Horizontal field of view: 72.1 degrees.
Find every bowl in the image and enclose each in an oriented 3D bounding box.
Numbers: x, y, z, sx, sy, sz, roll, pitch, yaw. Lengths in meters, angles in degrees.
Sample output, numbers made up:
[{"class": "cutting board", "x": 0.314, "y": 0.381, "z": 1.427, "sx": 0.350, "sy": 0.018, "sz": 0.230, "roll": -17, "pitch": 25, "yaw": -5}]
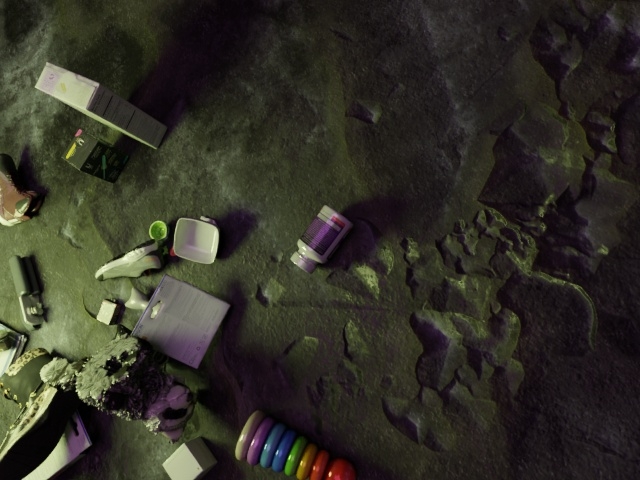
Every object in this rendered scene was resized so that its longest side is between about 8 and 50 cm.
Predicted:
[{"class": "bowl", "x": -0.392, "y": -0.006, "z": 1.417, "sx": 0.142, "sy": 0.053, "sz": 0.141, "roll": 15, "pitch": 112, "yaw": 1}]

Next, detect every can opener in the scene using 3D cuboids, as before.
[{"class": "can opener", "x": -1.076, "y": 0.188, "z": 1.595, "sx": 0.093, "sy": 0.074, "sz": 0.280, "roll": -26, "pitch": 74, "yaw": 11}]

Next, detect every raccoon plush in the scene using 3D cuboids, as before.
[{"class": "raccoon plush", "x": -0.573, "y": 0.440, "z": 1.319, "sx": 0.447, "sy": 0.299, "sz": 0.216, "roll": 2, "pitch": 45, "yaw": 35}]

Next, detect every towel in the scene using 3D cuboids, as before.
[{"class": "towel", "x": -1.223, "y": 0.398, "z": 1.622, "sx": 0.285, "sy": 0.034, "sz": 0.209, "roll": 19, "pitch": 86, "yaw": 19}]

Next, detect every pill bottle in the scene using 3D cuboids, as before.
[{"class": "pill bottle", "x": 0.000, "y": 0.000, "z": 1.302, "sx": 0.108, "sy": 0.108, "sz": 0.193, "roll": 37, "pitch": 92, "yaw": 18}]

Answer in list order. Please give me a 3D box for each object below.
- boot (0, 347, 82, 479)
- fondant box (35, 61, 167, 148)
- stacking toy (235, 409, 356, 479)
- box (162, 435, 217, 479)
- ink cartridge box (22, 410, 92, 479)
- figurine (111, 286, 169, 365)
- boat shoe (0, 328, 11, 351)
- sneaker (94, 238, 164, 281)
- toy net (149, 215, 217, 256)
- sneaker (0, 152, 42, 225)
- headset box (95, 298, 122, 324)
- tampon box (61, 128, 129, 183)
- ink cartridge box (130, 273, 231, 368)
[{"class": "boot", "x": -0.941, "y": 0.541, "z": 1.409, "sx": 0.284, "sy": 0.138, "sz": 0.377, "roll": 16, "pitch": 69, "yaw": 34}, {"class": "fondant box", "x": -0.714, "y": -0.440, "z": 1.466, "sx": 0.239, "sy": 0.330, "sz": 0.096, "roll": 25, "pitch": 88, "yaw": 19}, {"class": "stacking toy", "x": -0.061, "y": 0.602, "z": 1.215, "sx": 0.331, "sy": 0.141, "sz": 0.141, "roll": 20, "pitch": 87, "yaw": 12}, {"class": "box", "x": -0.387, "y": 0.664, "z": 1.308, "sx": 0.101, "sy": 0.087, "sz": 0.102, "roll": -45, "pitch": 72, "yaw": 4}, {"class": "ink cartridge box", "x": -0.908, "y": 0.696, "z": 1.464, "sx": 0.371, "sy": 0.069, "sz": 0.175, "roll": -38, "pitch": 71, "yaw": 9}, {"class": "figurine", "x": -0.574, "y": 0.275, "z": 1.435, "sx": 0.210, "sy": 0.092, "sz": 0.214, "roll": 17, "pitch": 85, "yaw": 22}, {"class": "boat shoe", "x": -1.201, "y": 0.372, "z": 1.560, "sx": 0.228, "sy": 0.081, "sz": 0.068, "roll": -11, "pitch": 107, "yaw": 17}, {"class": "sneaker", "x": -0.646, "y": 0.092, "z": 1.479, "sx": 0.272, "sy": 0.100, "sz": 0.107, "roll": -21, "pitch": 106, "yaw": 20}, {"class": "toy net", "x": -0.458, "y": -0.017, "z": 1.469, "sx": 0.233, "sy": 0.045, "sz": 0.121, "roll": -10, "pitch": 78, "yaw": 14}, {"class": "sneaker", "x": -1.141, "y": -0.202, "z": 1.677, "sx": 0.163, "sy": 0.106, "sz": 0.281, "roll": -8, "pitch": 89, "yaw": 9}, {"class": "headset box", "x": -0.724, "y": 0.241, "z": 1.507, "sx": 0.062, "sy": 0.032, "sz": 0.083, "roll": 18, "pitch": 87, "yaw": 18}, {"class": "tampon box", "x": -0.789, "y": -0.295, "z": 1.551, "sx": 0.102, "sy": 0.161, "sz": 0.120, "roll": 33, "pitch": 90, "yaw": 19}, {"class": "ink cartridge box", "x": -0.427, "y": 0.246, "z": 1.353, "sx": 0.224, "sy": 0.045, "sz": 0.223, "roll": 29, "pitch": 82, "yaw": -11}]
